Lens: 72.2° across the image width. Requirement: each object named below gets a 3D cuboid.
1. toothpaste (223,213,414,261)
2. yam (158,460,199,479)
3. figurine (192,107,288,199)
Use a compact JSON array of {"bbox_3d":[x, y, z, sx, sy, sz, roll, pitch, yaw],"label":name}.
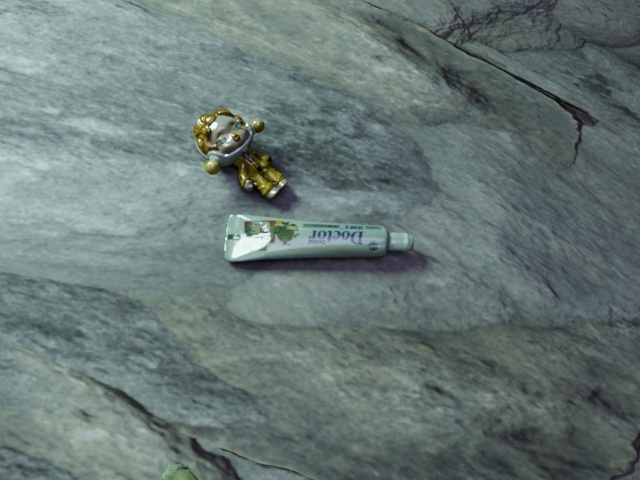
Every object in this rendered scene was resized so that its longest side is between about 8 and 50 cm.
[{"bbox_3d":[0.000,0.000,0.592,0.255,0.037,0.067,2,70,-4],"label":"toothpaste"},{"bbox_3d":[-0.088,0.374,0.367,0.271,0.202,0.201,31,91,1],"label":"yam"},{"bbox_3d":[-0.107,-0.121,0.605,0.143,0.068,0.101,20,72,-14],"label":"figurine"}]
